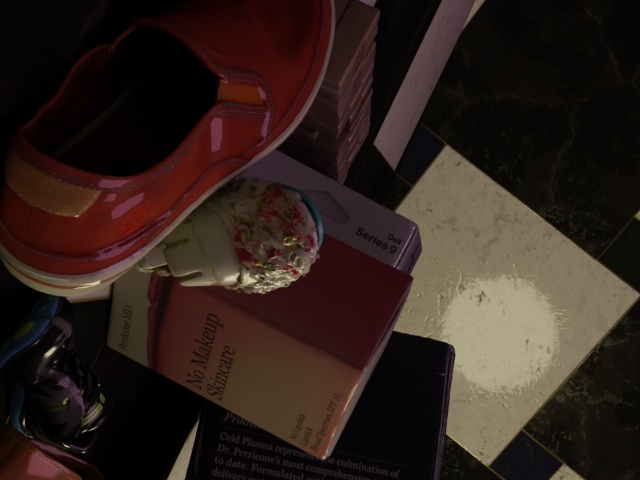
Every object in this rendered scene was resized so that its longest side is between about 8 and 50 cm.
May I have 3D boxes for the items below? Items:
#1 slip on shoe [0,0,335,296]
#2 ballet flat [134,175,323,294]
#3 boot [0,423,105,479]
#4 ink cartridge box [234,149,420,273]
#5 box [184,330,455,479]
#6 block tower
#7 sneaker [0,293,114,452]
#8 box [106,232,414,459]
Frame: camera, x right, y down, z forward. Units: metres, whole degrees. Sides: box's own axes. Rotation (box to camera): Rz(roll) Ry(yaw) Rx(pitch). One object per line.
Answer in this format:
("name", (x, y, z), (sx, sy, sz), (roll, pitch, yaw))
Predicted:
("slip on shoe", (-0.083, -0.102, 0.660), (0.331, 0.123, 0.101), (-51, 166, -39))
("ballet flat", (-0.088, 0.003, 0.737), (0.077, 0.091, 0.241), (-26, -167, -29))
("boot", (-0.245, 0.256, 0.771), (0.220, 0.109, 0.283), (-56, 157, -17))
("ink cartridge box", (0.000, 0.000, 1.198), (0.121, 0.211, 0.289), (-62, 171, -2))
("box", (-0.045, 0.395, 1.342), (0.480, 0.298, 0.471), (111, -8, -62))
("block tower", (0.001, -0.157, 1.129), (0.097, 0.091, 0.335), (-61, 173, -14))
("sneaker", (-0.186, 0.100, 0.750), (0.067, 0.078, 0.188), (-59, 171, -35))
("box", (-0.057, 0.065, 0.924), (0.126, 0.232, 0.148), (-57, 169, -44))
